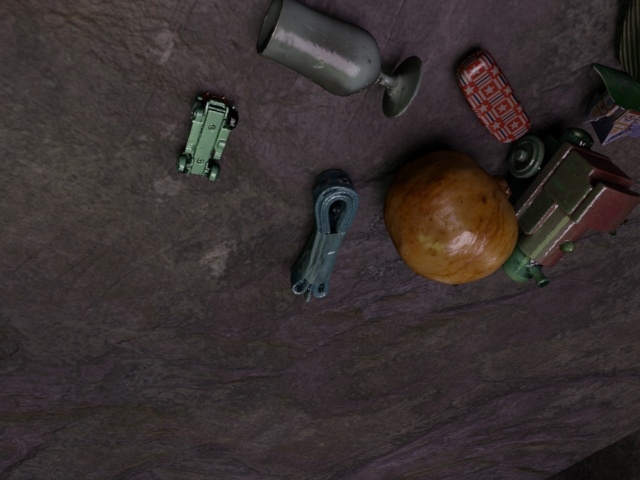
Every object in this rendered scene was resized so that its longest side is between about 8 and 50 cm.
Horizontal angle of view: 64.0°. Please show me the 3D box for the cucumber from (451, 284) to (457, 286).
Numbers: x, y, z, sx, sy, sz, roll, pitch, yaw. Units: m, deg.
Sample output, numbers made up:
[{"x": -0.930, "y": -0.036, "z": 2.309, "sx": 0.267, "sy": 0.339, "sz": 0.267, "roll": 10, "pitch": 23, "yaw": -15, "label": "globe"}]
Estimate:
[{"x": 0.324, "y": 0.061, "z": 1.174, "sx": 0.048, "sy": 0.048, "sz": 0.105, "roll": 26, "pitch": 120, "yaw": -33, "label": "cucumber"}]

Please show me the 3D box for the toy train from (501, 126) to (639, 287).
[{"x": 0.421, "y": -0.054, "z": 0.969, "sx": 0.150, "sy": 0.221, "sz": 0.304, "roll": 10, "pitch": 128, "yaw": -24, "label": "toy train"}]

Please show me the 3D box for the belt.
[{"x": 0.000, "y": 0.000, "z": 1.014, "sx": 0.088, "sy": 0.072, "sz": 0.302, "roll": 0, "pitch": 131, "yaw": -21, "label": "belt"}]

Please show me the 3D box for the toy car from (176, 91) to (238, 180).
[{"x": -0.183, "y": -0.162, "z": 0.821, "sx": 0.073, "sy": 0.054, "sz": 0.143, "roll": 8, "pitch": 131, "yaw": -24, "label": "toy car"}]

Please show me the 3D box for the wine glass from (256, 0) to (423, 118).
[{"x": 0.028, "y": -0.266, "z": 0.746, "sx": 0.231, "sy": 0.103, "sz": 0.103, "roll": 18, "pitch": 126, "yaw": -25, "label": "wine glass"}]

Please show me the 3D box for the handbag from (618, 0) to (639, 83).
[{"x": 0.606, "y": -0.354, "z": 0.728, "sx": 0.248, "sy": 0.240, "sz": 0.340, "roll": -7, "pitch": 135, "yaw": -3, "label": "handbag"}]

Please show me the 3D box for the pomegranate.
[{"x": 0.235, "y": -0.044, "z": 0.924, "sx": 0.249, "sy": 0.248, "sz": 0.248, "roll": -8, "pitch": 134, "yaw": -8, "label": "pomegranate"}]

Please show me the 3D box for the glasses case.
[{"x": 0.293, "y": -0.241, "z": 0.877, "sx": 0.073, "sy": 0.049, "sz": 0.194, "roll": -35, "pitch": 131, "yaw": 20, "label": "glasses case"}]

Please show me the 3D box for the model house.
[{"x": 0.541, "y": -0.234, "z": 0.925, "sx": 0.167, "sy": 0.117, "sz": 0.088, "roll": 4, "pitch": 147, "yaw": -21, "label": "model house"}]
